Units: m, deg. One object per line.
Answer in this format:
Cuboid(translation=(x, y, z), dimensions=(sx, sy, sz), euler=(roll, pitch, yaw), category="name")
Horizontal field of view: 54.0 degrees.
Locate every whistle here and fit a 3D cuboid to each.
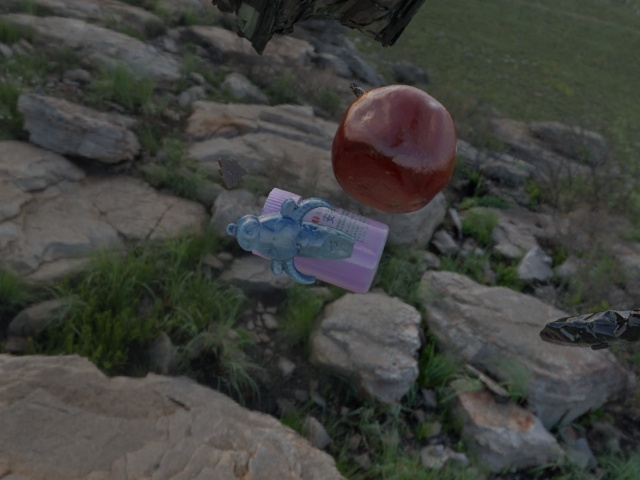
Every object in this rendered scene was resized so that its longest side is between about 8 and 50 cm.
Cuboid(translation=(-0.058, -0.004, 1.280), dimensions=(0.269, 0.180, 0.093), euler=(8, 15, -12), category="whistle")

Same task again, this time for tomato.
Cuboid(translation=(0.193, -0.239, 1.652), dimensions=(0.325, 0.293, 0.290), euler=(14, -19, 40), category="tomato")

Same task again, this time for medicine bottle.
Cuboid(translation=(0.000, 0.000, 1.478), dimensions=(0.290, 0.178, 0.178), euler=(20, 34, 4), category="medicine bottle")

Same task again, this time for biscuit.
Cuboid(translation=(-0.224, -0.165, 1.573), dimensions=(0.082, 0.016, 0.092), euler=(23, 59, -32), category="biscuit")

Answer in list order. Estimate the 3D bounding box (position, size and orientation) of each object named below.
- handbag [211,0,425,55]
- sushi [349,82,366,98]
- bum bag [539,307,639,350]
Cuboid(translation=(0.050, -0.399, 0.786), dimensions=(0.325, 0.327, 0.163), euler=(-16, 66, -41), category="handbag")
Cuboid(translation=(0.227, -0.436, 2.099), dimensions=(0.287, 0.149, 0.140), euler=(7, 44, -7), category="sushi")
Cuboid(translation=(0.714, 0.218, 1.543), dimensions=(0.340, 0.144, 0.095), euler=(-9, 66, 26), category="bum bag")
